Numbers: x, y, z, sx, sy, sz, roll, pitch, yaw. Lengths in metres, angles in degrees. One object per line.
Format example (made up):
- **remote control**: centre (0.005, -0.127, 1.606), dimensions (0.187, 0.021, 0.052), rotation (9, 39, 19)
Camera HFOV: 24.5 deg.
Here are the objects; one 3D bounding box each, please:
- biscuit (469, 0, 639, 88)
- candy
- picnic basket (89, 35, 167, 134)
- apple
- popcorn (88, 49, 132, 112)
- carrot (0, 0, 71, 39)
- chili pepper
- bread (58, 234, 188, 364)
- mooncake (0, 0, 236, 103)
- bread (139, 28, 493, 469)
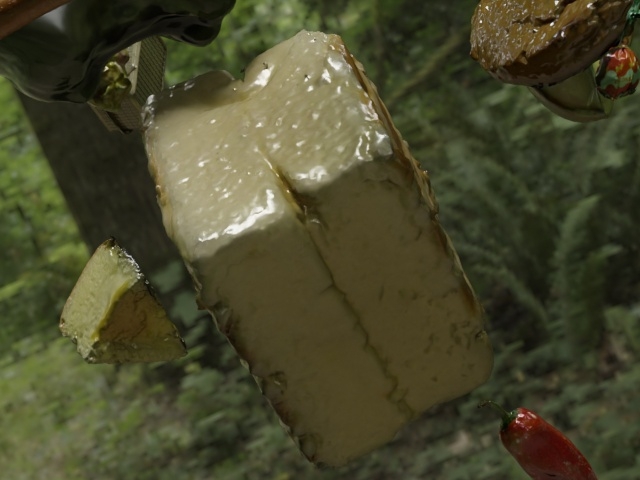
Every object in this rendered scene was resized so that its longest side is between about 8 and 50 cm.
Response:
- **biscuit**: centre (0.280, -0.301, 1.700), dimensions (0.296, 0.075, 0.296), rotation (-36, 33, 28)
- **candy**: centre (0.316, -0.230, 1.481), dimensions (0.049, 0.184, 0.055), rotation (13, 9, -19)
- **picnic basket**: centre (-0.292, -0.254, 2.237), dimensions (0.079, 0.164, 0.115), rotation (-3, -24, 15)
- **apple**: centre (0.303, -0.264, 1.922), dimensions (0.120, 0.265, 0.193), rotation (-18, -7, 17)
- **popcorn**: centre (-0.305, -0.227, 2.022), dimensions (0.097, 0.109, 0.089), rotation (-13, 42, 6)
- **carrot**: centre (-0.250, -0.233, 1.375), dimensions (0.248, 0.043, 0.043), rotation (-23, 4, 13)
- **chili pepper**: centre (0.238, 0.222, 1.557), dimensions (0.059, 0.191, 0.050), rotation (-38, 19, 28)
- **bread**: centre (-0.260, 0.083, 2.088), dimensions (0.169, 0.160, 0.140), rotation (1, 27, -34)
- **mooncake**: centre (-0.266, -0.333, 1.659), dimensions (0.351, 0.351, 0.187), rotation (-25, 1, -17)
- **bread**: centre (0.000, 0.000, 1.653), dimensions (0.279, 0.371, 0.390), rotation (-28, 34, 5)
